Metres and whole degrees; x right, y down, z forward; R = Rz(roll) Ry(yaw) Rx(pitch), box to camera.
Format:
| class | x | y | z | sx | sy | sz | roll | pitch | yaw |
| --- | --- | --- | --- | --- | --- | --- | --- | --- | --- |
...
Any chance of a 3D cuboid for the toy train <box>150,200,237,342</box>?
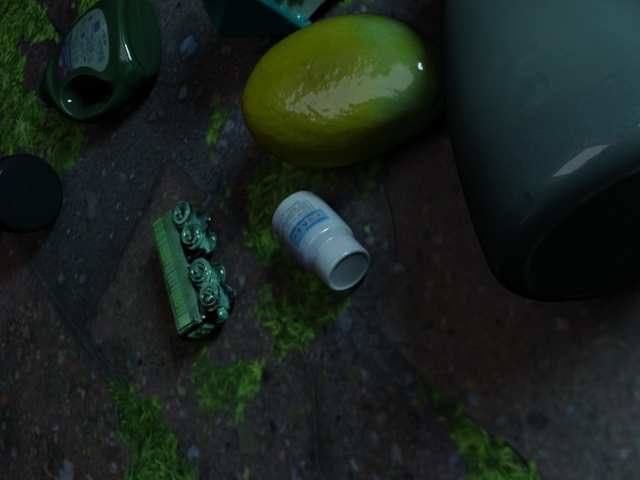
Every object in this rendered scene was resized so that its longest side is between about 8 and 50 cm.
| class | x | y | z | sx | sy | sz | roll | pitch | yaw |
| --- | --- | --- | --- | --- | --- | --- | --- | --- | --- |
| toy train | -0.130 | 0.027 | 0.827 | 0.071 | 0.038 | 0.148 | -38 | 57 | 29 |

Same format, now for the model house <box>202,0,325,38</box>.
| class | x | y | z | sx | sy | sz | roll | pitch | yaw |
| --- | --- | --- | --- | --- | --- | --- | --- | --- | --- |
| model house | -0.052 | -0.256 | 0.761 | 0.149 | 0.127 | 0.100 | -40 | 56 | 24 |

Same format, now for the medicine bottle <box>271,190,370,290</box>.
| class | x | y | z | sx | sy | sz | roll | pitch | yaw |
| --- | --- | --- | --- | --- | --- | --- | --- | --- | --- |
| medicine bottle | 0.000 | 0.000 | 0.707 | 0.089 | 0.052 | 0.052 | 47 | 111 | 37 |

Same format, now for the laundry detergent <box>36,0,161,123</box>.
| class | x | y | z | sx | sy | sz | roll | pitch | yaw |
| --- | --- | --- | --- | --- | --- | --- | --- | --- | --- |
| laundry detergent | -0.280 | -0.202 | 0.997 | 0.211 | 0.063 | 0.137 | -23 | 72 | 36 |

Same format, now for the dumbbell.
| class | x | y | z | sx | sy | sz | roll | pitch | yaw |
| --- | --- | --- | --- | --- | --- | --- | --- | --- | --- |
| dumbbell | -0.428 | -0.055 | 1.069 | 0.191 | 0.100 | 0.100 | -3 | 79 | 41 |

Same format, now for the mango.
| class | x | y | z | sx | sy | sz | roll | pitch | yaw |
| --- | --- | --- | --- | --- | --- | --- | --- | --- | --- |
| mango | 0.021 | -0.125 | 0.691 | 0.194 | 0.092 | 0.130 | 6 | 83 | 38 |

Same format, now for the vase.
| class | x | y | z | sx | sy | sz | roll | pitch | yaw |
| --- | --- | --- | --- | --- | --- | --- | --- | --- | --- |
| vase | 0.137 | -0.134 | 0.545 | 0.173 | 0.173 | 0.321 | -39 | 54 | 29 |
